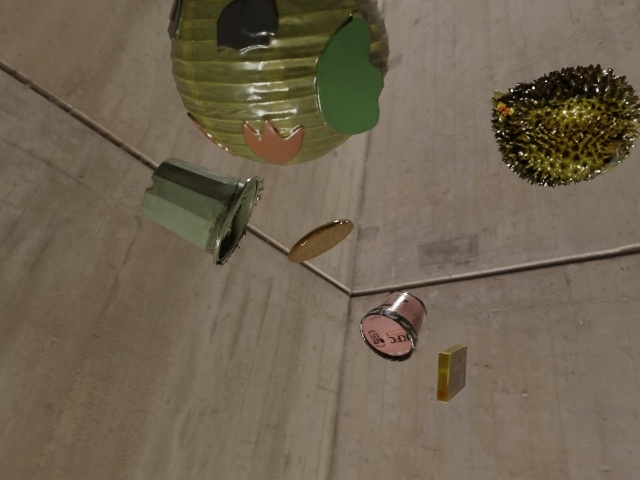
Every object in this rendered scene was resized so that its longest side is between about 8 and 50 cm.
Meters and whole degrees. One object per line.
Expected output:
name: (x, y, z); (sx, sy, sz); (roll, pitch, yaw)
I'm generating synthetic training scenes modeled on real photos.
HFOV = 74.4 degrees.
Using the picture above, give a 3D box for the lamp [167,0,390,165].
lamp: (-0.044, -0.228, 0.469); (0.250, 0.284, 0.250); (-3, -148, 2)

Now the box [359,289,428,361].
box: (0.198, 0.212, 1.097); (0.151, 0.151, 0.135); (-8, -155, 41)

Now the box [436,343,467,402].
box: (0.253, 0.248, 0.805); (0.022, 0.156, 0.089); (3, -93, 30)

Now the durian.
durian: (0.515, -0.247, 0.909); (0.292, 0.258, 0.258); (0, -118, 38)

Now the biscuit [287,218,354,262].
biscuit: (0.000, -0.001, 1.466); (0.262, 0.262, 0.037); (-36, -107, 21)

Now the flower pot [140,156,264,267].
flower pot: (-0.330, -0.098, 1.183); (0.290, 0.259, 0.290); (23, 90, -90)
